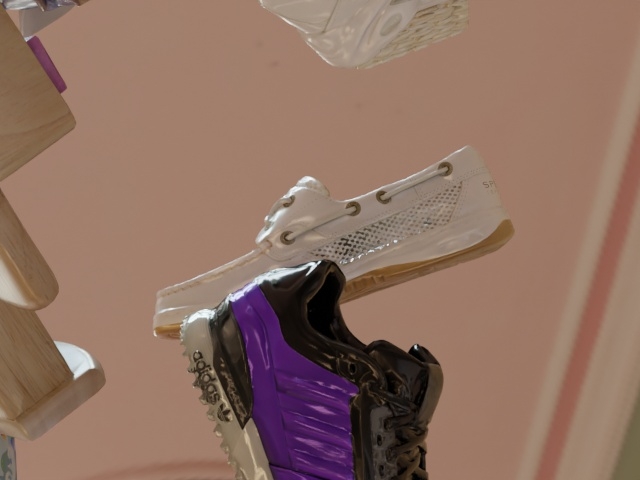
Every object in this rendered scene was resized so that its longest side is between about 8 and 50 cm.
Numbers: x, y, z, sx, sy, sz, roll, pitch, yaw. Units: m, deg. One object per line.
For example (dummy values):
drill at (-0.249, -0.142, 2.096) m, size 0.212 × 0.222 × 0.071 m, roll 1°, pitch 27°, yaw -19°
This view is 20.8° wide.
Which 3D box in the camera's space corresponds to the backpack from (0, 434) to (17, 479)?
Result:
backpack at (-0.239, 0.150, 1.058) m, size 0.084 × 0.114 × 0.105 m, roll -3°, pitch -101°, yaw 23°

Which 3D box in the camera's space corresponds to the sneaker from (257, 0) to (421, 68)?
sneaker at (0.038, -0.193, 0.949) m, size 0.232 × 0.115 × 0.090 m, roll -46°, pitch -145°, yaw 30°

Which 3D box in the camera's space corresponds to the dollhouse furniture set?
dollhouse furniture set at (-0.075, -0.078, 0.811) m, size 0.286 × 0.303 × 0.198 m, roll 3°, pitch -54°, yaw 58°

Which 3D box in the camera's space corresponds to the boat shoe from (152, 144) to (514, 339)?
boat shoe at (0.000, 0.000, 1.299) m, size 0.098 × 0.277 × 0.096 m, roll 101°, pitch -29°, yaw -81°

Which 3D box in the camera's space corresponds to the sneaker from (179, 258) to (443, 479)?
sneaker at (0.026, 0.138, 1.141) m, size 0.146 × 0.102 × 0.293 m, roll -33°, pitch -109°, yaw 14°

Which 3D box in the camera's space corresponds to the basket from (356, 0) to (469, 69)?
basket at (0.045, -0.234, 1.384) m, size 0.103 × 0.113 × 0.167 m, roll 61°, pitch 9°, yaw -70°
